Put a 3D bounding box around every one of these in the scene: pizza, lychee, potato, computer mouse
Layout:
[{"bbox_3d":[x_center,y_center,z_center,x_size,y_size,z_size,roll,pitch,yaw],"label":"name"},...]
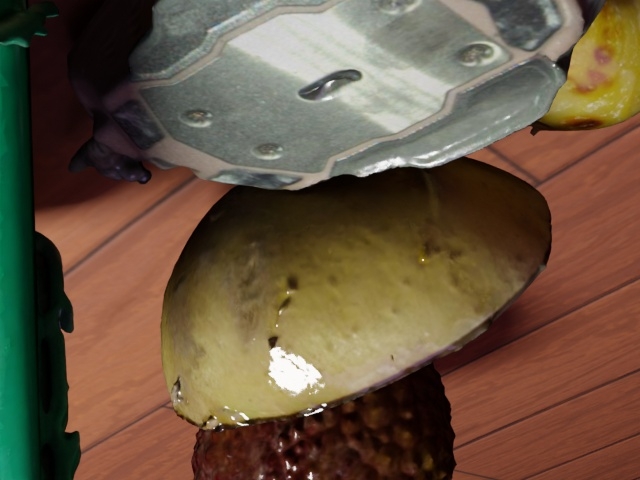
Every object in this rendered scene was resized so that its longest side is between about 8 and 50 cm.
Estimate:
[{"bbox_3d":[0.168,-0.132,0.573,0.188,0.081,0.204,6,143,-26],"label":"pizza"},{"bbox_3d":[0.008,0.201,0.903,0.260,0.261,0.261,-8,148,-5],"label":"lychee"},{"bbox_3d":[0.000,0.000,0.639,0.299,0.239,0.116,-20,113,22],"label":"potato"},{"bbox_3d":[-0.018,-0.114,0.519,0.389,0.115,0.199,-18,146,41],"label":"computer mouse"}]

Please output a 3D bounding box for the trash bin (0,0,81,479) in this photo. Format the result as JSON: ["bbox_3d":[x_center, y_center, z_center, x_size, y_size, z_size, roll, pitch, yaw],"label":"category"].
[{"bbox_3d":[-0.244,-0.018,0.470,0.259,0.295,0.381,2,136,-20],"label":"trash bin"}]
